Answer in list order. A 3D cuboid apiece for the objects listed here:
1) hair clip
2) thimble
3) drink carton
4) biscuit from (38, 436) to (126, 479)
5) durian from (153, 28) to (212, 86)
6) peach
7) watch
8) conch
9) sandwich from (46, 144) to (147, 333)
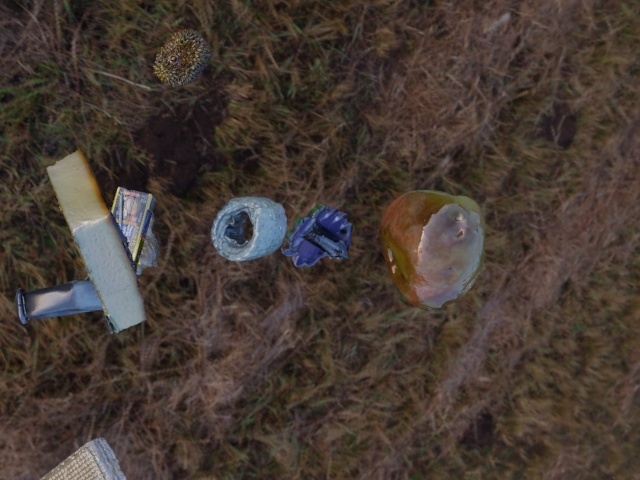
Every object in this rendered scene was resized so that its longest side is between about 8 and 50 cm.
[{"bbox_3d":[0.002,0.000,1.186,0.124,0.052,0.195,-57,152,5],"label":"hair clip"},{"bbox_3d":[-0.225,-0.041,2.253,0.250,0.205,0.171,-36,163,30],"label":"thimble"},{"bbox_3d":[-0.376,-0.014,1.336,0.056,0.071,0.166,100,1,-79],"label":"drink carton"},{"bbox_3d":[-0.657,0.651,1.694,0.426,0.144,0.078,-39,165,16],"label":"biscuit"},{"bbox_3d":[-0.361,-0.480,1.816,0.158,0.168,0.137,-24,103,12],"label":"durian"},{"bbox_3d":[0.220,0.019,1.339,0.214,0.214,0.236,-5,95,-38],"label":"peach"},{"bbox_3d":[-0.508,0.121,1.371,0.206,0.192,0.069,3,76,-65],"label":"watch"},{"bbox_3d":[-0.538,-0.011,1.930,0.178,0.162,0.246,22,70,-56],"label":"conch"},{"bbox_3d":[-0.269,-0.006,0.825,0.058,0.162,0.193,-22,141,-18],"label":"sandwich"}]
